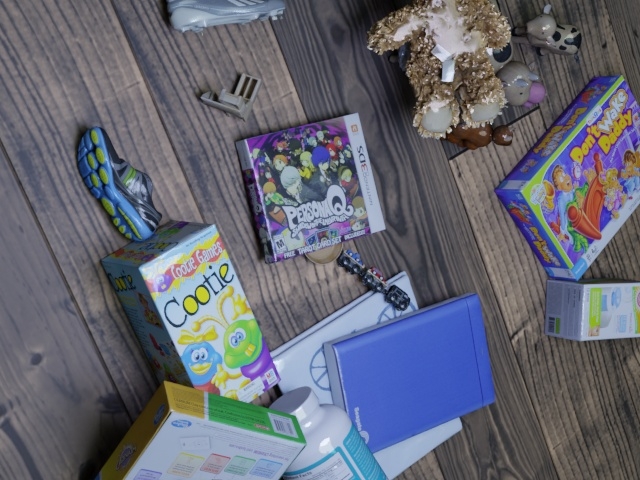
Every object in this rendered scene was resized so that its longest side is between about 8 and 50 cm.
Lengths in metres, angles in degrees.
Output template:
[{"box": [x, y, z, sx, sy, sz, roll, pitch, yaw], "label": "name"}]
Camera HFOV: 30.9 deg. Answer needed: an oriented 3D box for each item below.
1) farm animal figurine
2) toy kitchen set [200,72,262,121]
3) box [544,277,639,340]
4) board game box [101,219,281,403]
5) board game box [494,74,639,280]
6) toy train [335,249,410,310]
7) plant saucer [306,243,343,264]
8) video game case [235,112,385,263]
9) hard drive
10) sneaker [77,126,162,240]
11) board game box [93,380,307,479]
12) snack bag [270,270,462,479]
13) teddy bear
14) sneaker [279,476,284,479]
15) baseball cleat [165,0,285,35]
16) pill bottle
[{"box": [0.326, -0.334, 2.079, 0.327, 0.172, 0.330, 47, 69, -26], "label": "farm animal figurine"}, {"box": [-0.143, -0.243, 1.845, 0.068, 0.083, 0.075, 19, 80, 9], "label": "toy kitchen set"}, {"box": [0.555, 0.134, 2.303, 0.203, 0.103, 0.114, 1, 93, -33], "label": "box"}, {"box": [-0.197, 0.124, 1.786, 0.142, 0.144, 0.275, -32, 111, -28], "label": "board game box"}, {"box": [0.521, -0.125, 2.277, 0.347, 0.078, 0.233, -47, 116, -21], "label": "board game box"}, {"box": [0.093, 0.065, 2.014, 0.158, 0.027, 0.036, 37, 61, -9], "label": "toy train"}, {"box": [0.000, 0.000, 1.979, 0.083, 0.015, 0.083, 2, 86, -30], "label": "plant saucer"}, {"box": [-0.013, -0.090, 1.942, 0.232, 0.042, 0.210, -16, 95, -31], "label": "video game case"}, {"box": [0.164, 0.236, 2.047, 0.319, 0.040, 0.210, -17, 103, -30], "label": "hard drive"}, {"box": [-0.303, -0.090, 1.759, 0.078, 0.067, 0.188, -48, 117, -45], "label": "sneaker"}, {"box": [-0.207, 0.368, 1.745, 0.242, 0.064, 0.316, 21, 117, -33], "label": "board game box"}, {"box": [0.091, 0.273, 2.050, 0.323, 0.037, 0.342, -31, 109, -27], "label": "snack bag"}, {"box": [0.204, -0.338, 1.932, 0.245, 0.113, 0.338, -30, 104, -1], "label": "teddy bear"}, {"box": [-0.098, 0.467, 1.912, 0.132, 0.086, 0.228, 22, 81, -35], "label": "sneaker"}, {"box": [-0.148, -0.388, 1.827, 0.206, 0.072, 0.109, -17, 96, -35], "label": "baseball cleat"}, {"box": [0.013, 0.370, 1.899, 0.146, 0.146, 0.264, -38, 106, -25], "label": "pill bottle"}]
